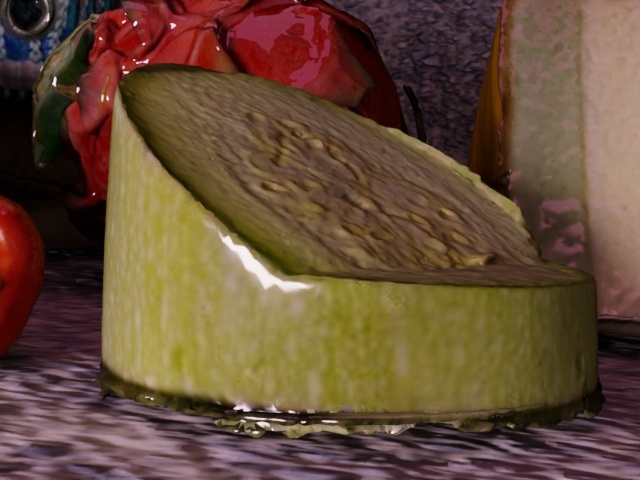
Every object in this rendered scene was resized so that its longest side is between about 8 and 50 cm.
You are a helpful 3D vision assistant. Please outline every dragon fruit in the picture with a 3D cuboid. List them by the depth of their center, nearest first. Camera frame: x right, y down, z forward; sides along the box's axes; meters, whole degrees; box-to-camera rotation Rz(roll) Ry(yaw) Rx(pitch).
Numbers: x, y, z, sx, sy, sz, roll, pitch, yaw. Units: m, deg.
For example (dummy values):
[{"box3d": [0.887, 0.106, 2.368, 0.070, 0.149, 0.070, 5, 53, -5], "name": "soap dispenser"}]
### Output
[{"box3d": [-0.037, -0.052, 0.858, 0.293, 0.233, 0.234, 34, -5, -19], "name": "dragon fruit"}]

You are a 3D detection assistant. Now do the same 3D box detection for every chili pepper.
[{"box3d": [-0.160, 0.012, 0.564, 0.086, 0.084, 0.192, -4, 3, -20], "name": "chili pepper"}]

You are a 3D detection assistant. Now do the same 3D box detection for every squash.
[{"box3d": [0.019, 0.008, 0.552, 0.220, 0.133, 0.220, 9, 8, -1], "name": "squash"}]

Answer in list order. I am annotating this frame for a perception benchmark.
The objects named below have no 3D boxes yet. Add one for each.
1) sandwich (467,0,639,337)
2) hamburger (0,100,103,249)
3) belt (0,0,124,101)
[{"box3d": [0.171, -0.005, 0.814, 0.155, 0.227, 0.198, 5, -30, 1], "name": "sandwich"}, {"box3d": [-0.173, -0.054, 1.018, 0.262, 0.124, 0.131, -4, 9, -45], "name": "hamburger"}, {"box3d": [-0.217, -0.193, 0.969, 0.207, 0.160, 0.295, 11, 16, 29], "name": "belt"}]
